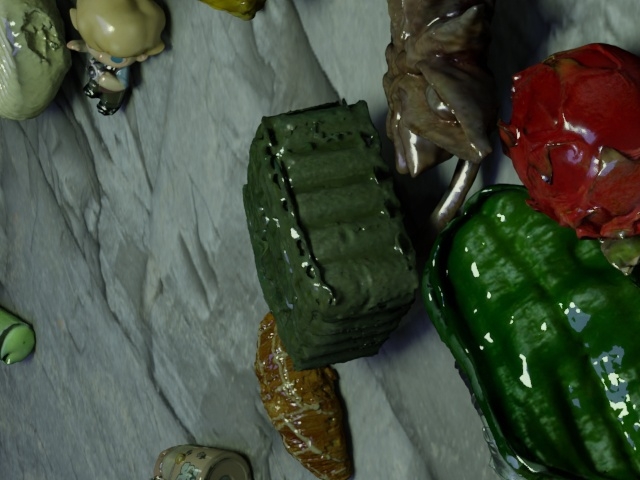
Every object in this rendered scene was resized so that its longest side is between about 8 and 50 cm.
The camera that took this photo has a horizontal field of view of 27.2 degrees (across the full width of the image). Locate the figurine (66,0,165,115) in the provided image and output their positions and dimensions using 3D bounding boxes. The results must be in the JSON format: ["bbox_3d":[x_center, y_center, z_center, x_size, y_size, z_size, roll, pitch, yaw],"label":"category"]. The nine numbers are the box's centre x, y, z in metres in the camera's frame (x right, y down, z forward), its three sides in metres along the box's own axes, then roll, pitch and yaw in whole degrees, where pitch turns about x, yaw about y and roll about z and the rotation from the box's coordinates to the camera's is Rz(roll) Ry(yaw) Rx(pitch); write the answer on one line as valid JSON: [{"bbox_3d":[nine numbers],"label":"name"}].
[{"bbox_3d":[-0.274,-0.250,1.718,0.114,0.108,0.196,57,142,21],"label":"figurine"}]

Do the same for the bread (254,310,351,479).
[{"bbox_3d":[-0.028,0.196,1.630,0.105,0.076,0.233,-26,85,49],"label":"bread"}]

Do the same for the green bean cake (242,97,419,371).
[{"bbox_3d":[0.000,0.000,1.433,0.255,0.132,0.241,119,135,-66],"label":"green bean cake"}]

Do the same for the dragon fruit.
[{"bbox_3d":[0.249,-0.084,1.171,0.209,0.172,0.172,56,136,16],"label":"dragon fruit"}]

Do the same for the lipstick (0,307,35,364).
[{"bbox_3d":[-0.583,0.122,2.187,0.304,0.076,0.076,22,118,40],"label":"lipstick"}]

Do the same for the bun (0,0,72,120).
[{"bbox_3d":[-0.417,-0.272,1.834,0.220,0.134,0.220,28,129,41],"label":"bun"}]

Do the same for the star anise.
[{"bbox_3d":[0.121,-0.166,1.306,0.292,0.108,0.350,115,155,-84],"label":"star anise"}]

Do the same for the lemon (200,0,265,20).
[{"bbox_3d":[-0.115,-0.384,1.389,0.253,0.253,0.310,4,107,46],"label":"lemon"}]

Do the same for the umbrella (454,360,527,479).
[{"bbox_3d":[0.193,0.199,1.423,0.050,0.046,0.188,-27,86,62],"label":"umbrella"}]

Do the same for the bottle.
[{"bbox_3d":[-0.174,0.325,1.813,0.152,0.099,0.099,3,105,48],"label":"bottle"}]

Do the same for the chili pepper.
[{"bbox_3d":[0.244,0.121,1.246,0.213,0.167,0.385,-38,59,2],"label":"chili pepper"}]
